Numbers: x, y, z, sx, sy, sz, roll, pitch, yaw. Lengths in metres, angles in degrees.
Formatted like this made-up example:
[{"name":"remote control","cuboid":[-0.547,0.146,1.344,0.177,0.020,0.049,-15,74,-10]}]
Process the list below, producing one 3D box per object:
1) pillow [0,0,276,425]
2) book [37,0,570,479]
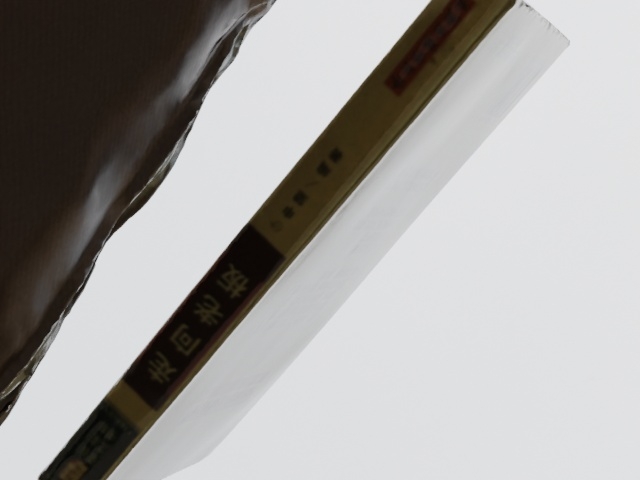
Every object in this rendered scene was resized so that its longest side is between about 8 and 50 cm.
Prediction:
[{"name":"pillow","cuboid":[-0.187,-0.054,0.416,0.305,0.108,0.308,34,-115,-3]},{"name":"book","cuboid":[0.000,0.000,0.681,0.026,0.161,0.231,42,-81,10]}]
